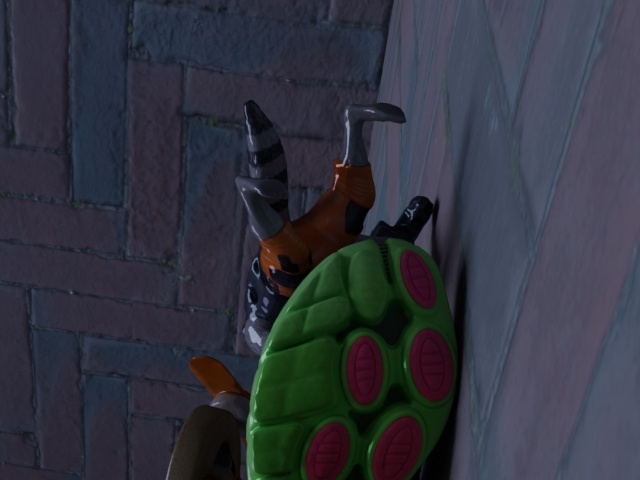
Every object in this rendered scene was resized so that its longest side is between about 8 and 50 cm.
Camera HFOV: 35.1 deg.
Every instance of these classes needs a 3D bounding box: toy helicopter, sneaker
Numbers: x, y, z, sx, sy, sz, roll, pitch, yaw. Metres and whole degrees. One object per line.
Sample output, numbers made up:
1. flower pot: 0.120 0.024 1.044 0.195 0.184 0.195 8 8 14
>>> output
1. toy helicopter: -0.118 0.287 1.212 0.355 0.140 0.235 72 -153 -65
2. sneaker: 0.013 0.232 0.951 0.202 0.185 0.483 -137 56 -85

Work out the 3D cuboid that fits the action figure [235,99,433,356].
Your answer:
1. action figure: 0.000 0.000 1.091 0.341 0.178 0.330 -52 -22 -45
